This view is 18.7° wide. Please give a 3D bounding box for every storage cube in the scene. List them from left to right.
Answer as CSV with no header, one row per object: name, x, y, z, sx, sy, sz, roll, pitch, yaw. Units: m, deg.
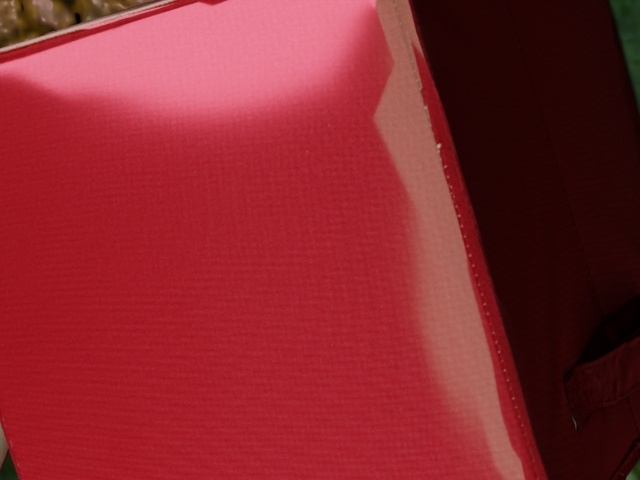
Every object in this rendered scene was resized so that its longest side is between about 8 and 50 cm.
storage cube,0.000,0.000,0.672,0.215,0.184,0.193,-11,100,28

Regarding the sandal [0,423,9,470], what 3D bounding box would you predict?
sandal,-0.278,0.102,0.766,0.416,0.102,0.169,-27,75,31
